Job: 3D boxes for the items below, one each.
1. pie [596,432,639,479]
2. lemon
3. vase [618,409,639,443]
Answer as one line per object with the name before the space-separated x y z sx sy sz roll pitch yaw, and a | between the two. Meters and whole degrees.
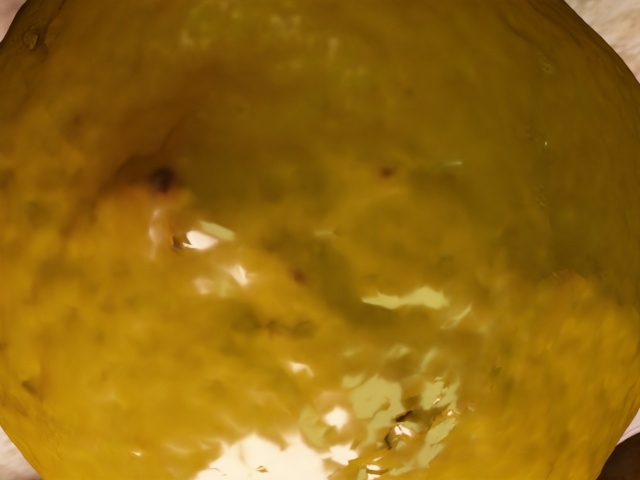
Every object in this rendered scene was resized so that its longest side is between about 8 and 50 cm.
pie | 0.215 0.152 1.177 0.282 0.129 0.068 -41 122 -57
lemon | -0.001 0.000 0.755 0.336 0.336 0.336 -20 143 -15
vase | 0.277 0.004 1.031 0.445 0.250 0.250 -26 145 3
